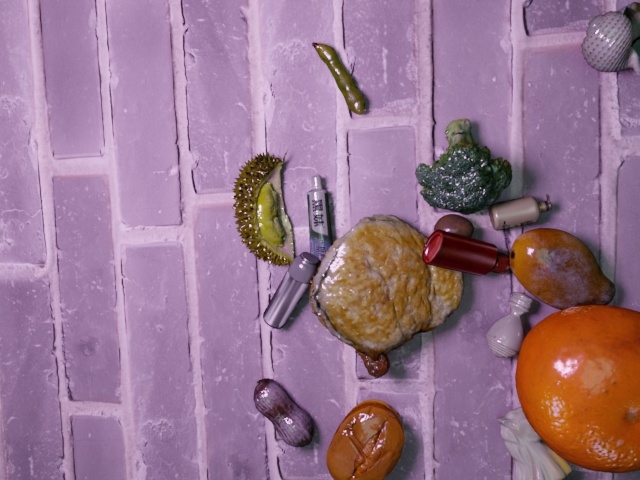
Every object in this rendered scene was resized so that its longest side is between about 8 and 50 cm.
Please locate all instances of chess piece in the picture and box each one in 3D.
[{"bbox_3d":[0.622,0.624,1.373,0.175,0.176,0.299,-15,79,10],"label":"chess piece"}]

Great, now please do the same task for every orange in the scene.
[{"bbox_3d":[0.708,0.365,1.235,0.423,0.326,0.425,0,103,-2],"label":"orange"}]

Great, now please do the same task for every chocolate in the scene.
[{"bbox_3d":[-0.114,0.532,1.488,0.110,0.110,0.248,-44,90,10],"label":"chocolate"}]

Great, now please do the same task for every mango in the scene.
[{"bbox_3d":[0.660,0.087,1.318,0.316,0.146,0.193,32,100,-9],"label":"mango"}]

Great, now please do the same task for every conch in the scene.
[{"bbox_3d":[0.766,-0.509,1.256,0.200,0.131,0.172,47,72,-24],"label":"conch"}]

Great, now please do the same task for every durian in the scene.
[{"bbox_3d":[-0.175,-0.090,1.464,0.168,0.158,0.352,-9,94,-25],"label":"durian"}]

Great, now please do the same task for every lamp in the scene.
[{"bbox_3d":[0.539,0.241,1.367,0.106,0.106,0.193,24,90,6],"label":"lamp"}]

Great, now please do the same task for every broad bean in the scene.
[{"bbox_3d":[0.060,-0.476,1.408,0.052,0.052,0.256,-34,88,48],"label":"broad bean"}]

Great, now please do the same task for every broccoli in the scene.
[{"bbox_3d":[0.381,-0.208,1.304,0.253,0.269,0.270,-1,94,4],"label":"broccoli"}]

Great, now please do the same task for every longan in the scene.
[{"bbox_3d":[0.379,-0.030,1.370,0.113,0.113,0.092,-5,100,9],"label":"longan"}]

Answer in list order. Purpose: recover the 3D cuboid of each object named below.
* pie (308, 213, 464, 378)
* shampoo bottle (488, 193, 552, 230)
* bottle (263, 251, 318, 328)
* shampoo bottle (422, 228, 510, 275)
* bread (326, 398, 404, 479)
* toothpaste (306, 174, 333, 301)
[{"bbox_3d":[0.182,0.127,1.380,0.418,0.180,0.395,-45,98,-1],"label":"pie"},{"bbox_3d":[0.559,-0.080,1.347,0.161,0.079,0.079,-12,93,9],"label":"shampoo bottle"},{"bbox_3d":[-0.089,0.147,1.450,0.079,0.096,0.254,24,112,-15],"label":"bottle"},{"bbox_3d":[0.407,0.042,1.324,0.260,0.064,0.102,12,112,-25],"label":"shampoo bottle"},{"bbox_3d":[0.134,0.607,1.438,0.195,0.142,0.270,35,101,5],"label":"bread"},{"bbox_3d":[0.000,0.000,1.449,0.098,0.061,0.393,-3,96,14],"label":"toothpaste"}]
